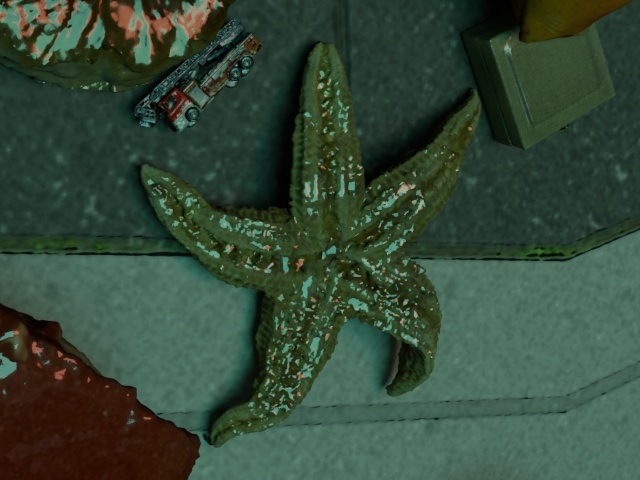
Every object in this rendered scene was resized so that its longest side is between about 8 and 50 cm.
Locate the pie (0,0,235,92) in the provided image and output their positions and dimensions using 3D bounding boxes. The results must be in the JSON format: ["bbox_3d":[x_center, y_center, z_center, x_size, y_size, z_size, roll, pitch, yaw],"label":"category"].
[{"bbox_3d":[-0.110,-0.171,0.792,0.195,0.046,0.195,-9,108,-28],"label":"pie"}]

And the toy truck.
[{"bbox_3d":[-0.068,-0.090,0.849,0.032,0.024,0.083,45,77,-7],"label":"toy truck"}]

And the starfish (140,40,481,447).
[{"bbox_3d":[0.000,0.000,0.903,0.236,0.062,0.277,41,86,-25],"label":"starfish"}]

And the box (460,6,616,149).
[{"bbox_3d":[0.140,-0.109,0.952,0.079,0.035,0.083,-30,116,-19],"label":"box"}]

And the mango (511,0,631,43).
[{"bbox_3d":[0.130,-0.242,0.853,0.126,0.154,0.252,-37,131,-24],"label":"mango"}]

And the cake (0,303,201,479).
[{"bbox_3d":[-0.202,0.082,0.735,0.283,0.177,0.151,38,83,-36],"label":"cake"}]
